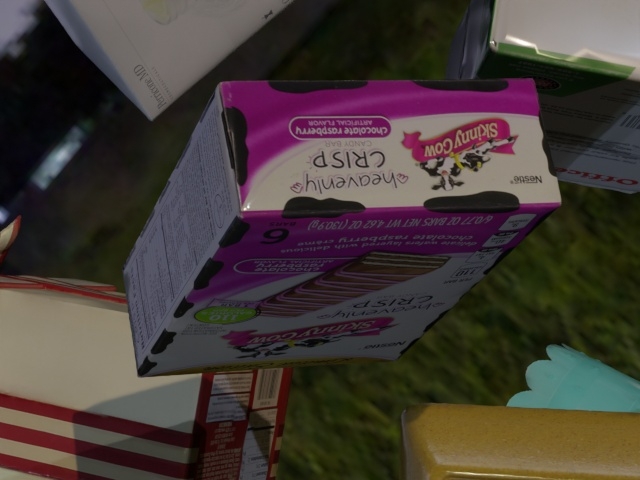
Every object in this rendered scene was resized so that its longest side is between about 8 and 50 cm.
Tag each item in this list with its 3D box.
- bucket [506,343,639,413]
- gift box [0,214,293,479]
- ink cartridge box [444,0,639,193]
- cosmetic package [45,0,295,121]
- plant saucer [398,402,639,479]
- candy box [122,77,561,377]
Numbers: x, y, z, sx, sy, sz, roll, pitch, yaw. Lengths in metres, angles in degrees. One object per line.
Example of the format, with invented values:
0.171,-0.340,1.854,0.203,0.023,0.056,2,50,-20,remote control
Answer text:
0.343,0.289,2.159,0.281,0.183,0.281,-44,-35,-42,bucket
-0.178,0.133,1.350,0.255,0.258,0.276,24,-105,-72,gift box
0.160,-0.103,1.001,0.208,0.153,0.086,114,166,-76,ink cartridge box
-0.139,-0.264,1.484,0.225,0.138,0.224,-40,-28,-5,cosmetic package
0.212,0.313,1.441,0.081,0.333,0.332,8,-97,-70,plant saucer
0.000,0.000,0.854,0.233,0.159,0.071,128,136,-63,candy box
